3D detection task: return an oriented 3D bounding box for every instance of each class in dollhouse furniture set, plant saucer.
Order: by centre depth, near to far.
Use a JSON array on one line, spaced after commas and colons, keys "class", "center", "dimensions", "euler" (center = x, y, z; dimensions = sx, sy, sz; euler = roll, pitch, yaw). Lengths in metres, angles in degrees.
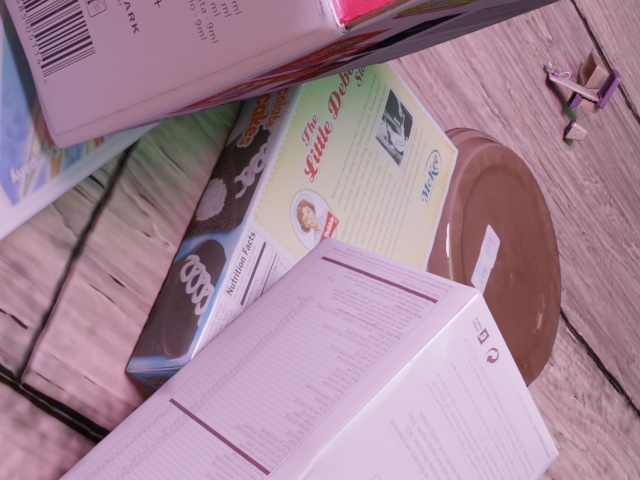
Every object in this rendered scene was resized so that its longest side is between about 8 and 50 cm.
[{"class": "plant saucer", "center": [0.167, 0.026, 0.945], "dimensions": [0.278, 0.041, 0.277], "euler": [12, 75, -51]}, {"class": "dollhouse furniture set", "center": [0.296, -0.191, 1.183], "dimensions": [0.081, 0.091, 0.114], "euler": [24, 29, -5]}]

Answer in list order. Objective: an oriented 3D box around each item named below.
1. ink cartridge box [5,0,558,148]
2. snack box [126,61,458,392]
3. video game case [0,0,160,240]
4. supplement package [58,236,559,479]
[{"class": "ink cartridge box", "center": [0.034, -0.169, 0.528], "dimensions": [0.309, 0.272, 0.130], "euler": [-25, 100, -49]}, {"class": "snack box", "center": [0.000, 0.000, 0.705], "dimensions": [0.187, 0.060, 0.322], "euler": [46, 49, -36]}, {"class": "video game case", "center": [-0.166, -0.193, 0.541], "dimensions": [0.329, 0.036, 0.300], "euler": [-48, 122, -46]}, {"class": "supplement package", "center": [-0.016, 0.135, 0.525], "dimensions": [0.244, 0.139, 0.134], "euler": [-42, 122, -19]}]
